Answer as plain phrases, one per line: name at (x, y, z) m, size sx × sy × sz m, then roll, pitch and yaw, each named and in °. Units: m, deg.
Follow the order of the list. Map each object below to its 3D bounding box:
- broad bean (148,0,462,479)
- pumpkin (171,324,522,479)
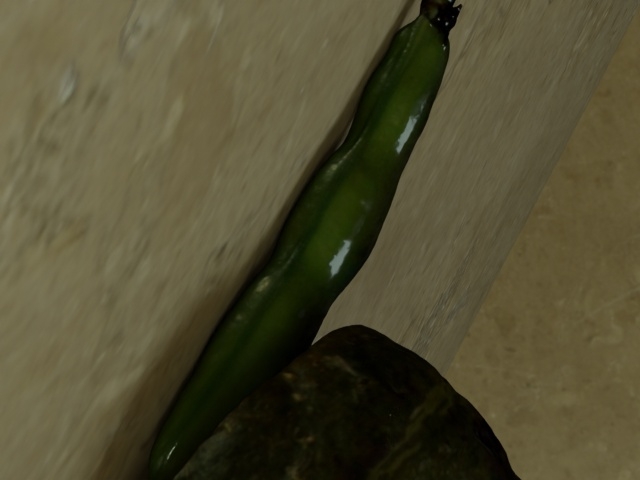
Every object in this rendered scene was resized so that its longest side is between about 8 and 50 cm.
broad bean at (0.000, 0.001, 0.885) m, size 0.297 × 0.043 × 0.060 m, roll -60°, pitch 158°, yaw -19°
pumpkin at (-0.018, 0.175, 0.894) m, size 0.222 × 0.139 × 0.317 m, roll -46°, pitch 174°, yaw -18°
